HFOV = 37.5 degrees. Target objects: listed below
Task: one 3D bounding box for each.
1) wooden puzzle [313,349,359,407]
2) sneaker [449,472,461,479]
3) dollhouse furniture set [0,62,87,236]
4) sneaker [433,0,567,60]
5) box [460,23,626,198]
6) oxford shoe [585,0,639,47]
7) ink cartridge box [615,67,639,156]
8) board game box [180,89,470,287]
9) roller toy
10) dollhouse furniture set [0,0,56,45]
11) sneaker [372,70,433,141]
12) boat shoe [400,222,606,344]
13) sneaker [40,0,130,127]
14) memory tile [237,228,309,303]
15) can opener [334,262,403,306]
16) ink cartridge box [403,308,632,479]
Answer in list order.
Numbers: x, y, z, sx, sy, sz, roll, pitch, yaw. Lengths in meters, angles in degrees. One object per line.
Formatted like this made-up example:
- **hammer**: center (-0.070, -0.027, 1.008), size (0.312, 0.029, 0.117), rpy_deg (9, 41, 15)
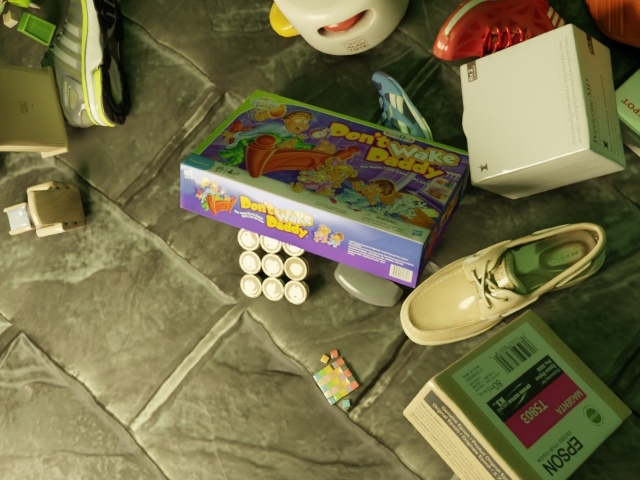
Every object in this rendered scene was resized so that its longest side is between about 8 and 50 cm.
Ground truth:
- **wooden puzzle**: center (0.022, 0.201, 1.353), size (0.049, 0.006, 0.083), rpy_deg (-34, 72, 1)
- **sneaker**: center (0.264, 0.389, 1.211), size (0.135, 0.097, 0.276), rpy_deg (-39, 70, 0)
- **dollhouse furniture set**: center (-0.562, -0.121, 1.425), size (0.303, 0.198, 0.286), rpy_deg (-12, 91, 19)
- **sneaker**: center (0.271, -0.292, 1.342), size (0.221, 0.087, 0.128), rpy_deg (-34, 65, -28)
- **box**: center (0.302, -0.171, 1.295), size (0.182, 0.119, 0.181), rpy_deg (-15, 72, 40)
- **oxford shoe**: center (0.468, -0.339, 1.299), size (0.132, 0.130, 0.364), rpy_deg (-19, 46, -4)
- **ink cartridge box**: center (0.510, -0.198, 1.315), size (0.190, 0.082, 0.139), rpy_deg (-43, 72, 0)
- **board game box**: center (0.012, -0.084, 1.321), size (0.347, 0.078, 0.233), rpy_deg (18, 40, 15)
- **roller toy**: center (0.031, -0.383, 1.423), size (0.191, 0.146, 0.209), rpy_deg (33, 88, 27)
- **dollhouse furniture set**: center (-0.519, -0.373, 1.595), size (0.151, 0.058, 0.076), rpy_deg (19, 88, 34)
- **sneaker**: center (0.111, -0.191, 1.409), size (0.059, 0.053, 0.144), rpy_deg (-33, 71, 4)
- **boat shoe**: center (0.248, 0.053, 1.296), size (0.302, 0.098, 0.109), rpy_deg (-22, 73, 5)
- **sneaker**: center (-0.390, -0.317, 1.514), size (0.121, 0.111, 0.300), rpy_deg (-11, 72, 13)
- **memory tile**: center (-0.069, 0.018, 1.372), size (0.113, 0.012, 0.148), rpy_deg (6, 108, 24)
- **can opener**: center (0.000, 0.000, 1.372), size (0.280, 0.074, 0.093), rpy_deg (28, 84, 17)
- **ink cartridge box**: center (0.253, 0.218, 1.193), size (0.234, 0.088, 0.193), rpy_deg (-27, 66, -42)
